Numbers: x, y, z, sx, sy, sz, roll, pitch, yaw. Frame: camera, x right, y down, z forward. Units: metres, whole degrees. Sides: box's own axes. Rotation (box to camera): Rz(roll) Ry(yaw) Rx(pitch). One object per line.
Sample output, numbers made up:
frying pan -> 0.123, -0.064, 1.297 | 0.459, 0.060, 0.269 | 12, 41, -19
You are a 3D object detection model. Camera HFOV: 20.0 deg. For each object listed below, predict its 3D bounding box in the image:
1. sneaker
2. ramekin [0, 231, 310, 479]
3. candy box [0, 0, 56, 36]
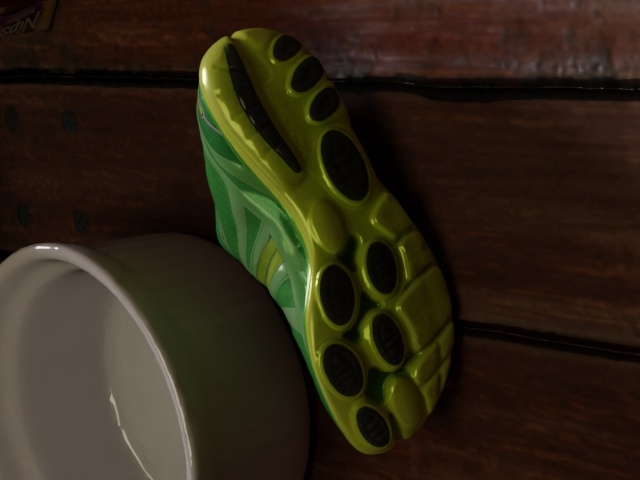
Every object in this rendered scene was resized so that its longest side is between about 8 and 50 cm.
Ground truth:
sneaker -> 0.000, 0.000, 1.226 | 0.295, 0.109, 0.123 | 68, 161, 5
ramekin -> -0.134, 0.125, 1.367 | 0.277, 0.135, 0.277 | 16, 113, 43
candy box -> -0.307, -0.237, 1.465 | 0.187, 0.109, 0.053 | 45, 132, 28
